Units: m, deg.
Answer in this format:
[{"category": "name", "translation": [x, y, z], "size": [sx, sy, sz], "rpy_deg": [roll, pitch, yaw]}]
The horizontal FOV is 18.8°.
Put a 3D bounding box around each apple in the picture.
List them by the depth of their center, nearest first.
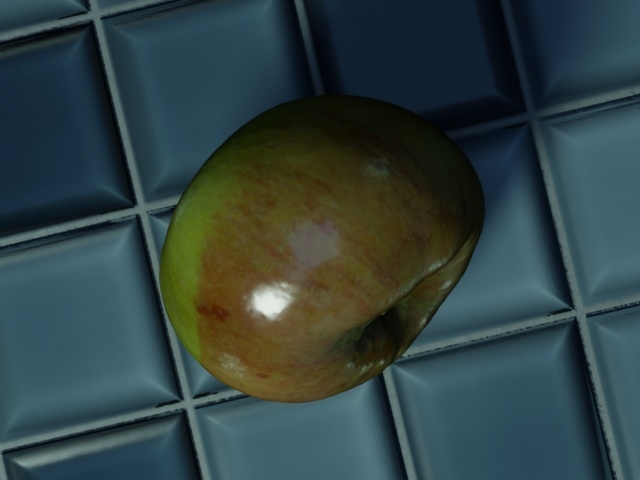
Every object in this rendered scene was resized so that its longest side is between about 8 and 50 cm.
[{"category": "apple", "translation": [0.000, 0.000, 1.483], "size": [0.194, 0.261, 0.261], "rpy_deg": [38, 92, 18]}]
